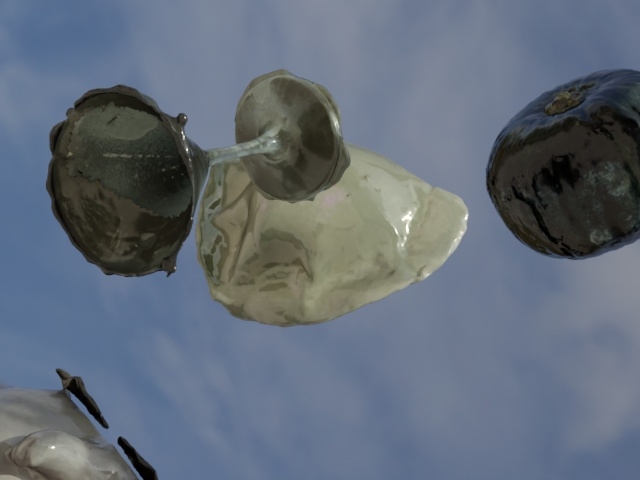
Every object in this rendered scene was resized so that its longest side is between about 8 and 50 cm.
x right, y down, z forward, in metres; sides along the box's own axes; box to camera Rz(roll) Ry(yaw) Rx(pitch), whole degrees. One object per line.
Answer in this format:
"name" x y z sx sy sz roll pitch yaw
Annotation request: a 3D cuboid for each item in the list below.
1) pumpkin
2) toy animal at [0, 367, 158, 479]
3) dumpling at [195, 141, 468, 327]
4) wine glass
"pumpkin" 0.283 -0.081 1.715 0.233 0.233 0.163 -11 -70 56
"toy animal" -0.206 0.201 1.227 0.325 0.154 0.208 35 -31 45
"dumpling" 0.000 0.000 1.473 0.252 0.179 0.131 12 -35 19
"wine glass" -0.070 -0.049 1.055 0.122 0.183 0.122 8 -75 34
